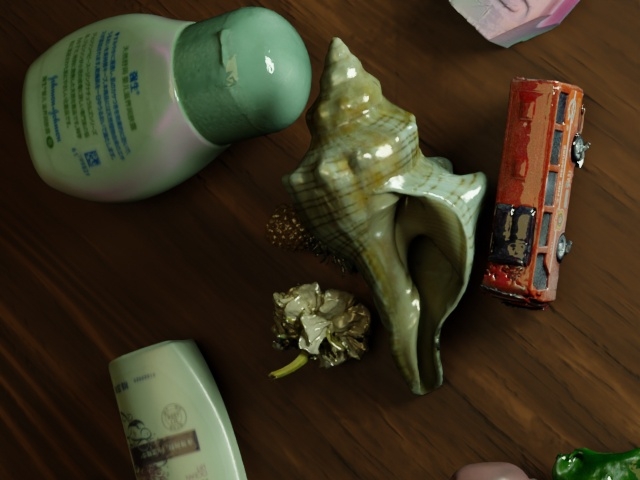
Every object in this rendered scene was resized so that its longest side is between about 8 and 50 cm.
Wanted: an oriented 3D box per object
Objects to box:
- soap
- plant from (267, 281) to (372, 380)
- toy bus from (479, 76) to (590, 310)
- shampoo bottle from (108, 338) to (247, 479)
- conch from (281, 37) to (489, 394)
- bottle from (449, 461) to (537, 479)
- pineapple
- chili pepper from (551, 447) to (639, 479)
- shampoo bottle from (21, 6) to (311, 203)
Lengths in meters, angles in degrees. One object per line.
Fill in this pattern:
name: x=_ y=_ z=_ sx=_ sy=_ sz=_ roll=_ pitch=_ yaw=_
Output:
soap: x=0.219 y=-0.272 z=1.392 sx=0.149 sy=0.056 sz=0.100 roll=-48 pitch=70 yaw=20
plant: x=-0.009 y=0.107 z=1.468 sx=0.116 sy=0.104 sz=0.122 roll=12 pitch=54 yaw=22
toy bus: x=0.215 y=-0.047 z=1.365 sx=0.073 sy=0.096 sz=0.235 roll=10 pitch=92 yaw=32
shampoo bottle: x=-0.145 y=0.297 z=1.565 sx=0.134 sy=0.078 sz=0.360 roll=-21 pitch=78 yaw=23
conch: x=0.084 y=-0.031 z=1.414 sx=0.203 sy=0.169 sz=0.386 roll=-9 pitch=121 yaw=36
bottle: x=0.180 y=0.353 z=1.359 sx=0.120 sy=0.120 sz=0.253 roll=-5 pitch=86 yaw=29
pineapple: x=0.000 y=0.000 z=1.516 sx=0.124 sy=0.058 sz=0.058 roll=22 pitch=99 yaw=14
chili pepper: x=0.330 y=0.240 z=1.313 sx=0.216 sy=0.062 sz=0.108 roll=9 pitch=86 yaw=30
shampoo bottle: x=-0.172 y=-0.169 z=1.554 sx=0.349 sy=0.151 sz=0.222 roll=-13 pitch=77 yaw=29
